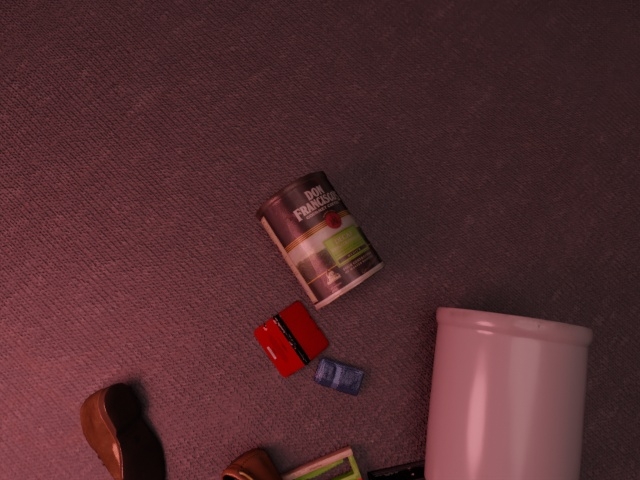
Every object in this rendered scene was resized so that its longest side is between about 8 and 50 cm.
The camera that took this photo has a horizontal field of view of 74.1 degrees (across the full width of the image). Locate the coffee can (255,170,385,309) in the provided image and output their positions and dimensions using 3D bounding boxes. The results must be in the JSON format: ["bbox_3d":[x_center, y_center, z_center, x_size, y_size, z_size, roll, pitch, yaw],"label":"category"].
[{"bbox_3d":[0.000,0.000,1.036,0.202,0.201,0.275,-32,85,-10],"label":"coffee can"}]

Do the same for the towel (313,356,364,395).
[{"bbox_3d":[0.047,0.342,1.064,0.120,0.029,0.067,20,79,-2],"label":"towel"}]

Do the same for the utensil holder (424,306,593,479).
[{"bbox_3d":[0.406,0.364,0.951,0.328,0.327,0.384,10,82,-4],"label":"utensil holder"}]

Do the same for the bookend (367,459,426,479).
[{"bbox_3d":[0.203,0.579,0.970,0.157,0.157,0.072,-8,81,-6],"label":"bookend"}]

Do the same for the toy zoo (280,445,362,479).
[{"bbox_3d":[0.037,0.666,0.996,0.193,0.030,0.292,-21,82,-5],"label":"toy zoo"}]

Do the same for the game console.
[{"bbox_3d":[-0.074,0.249,1.078,0.124,0.085,0.144,-38,84,21],"label":"game console"}]

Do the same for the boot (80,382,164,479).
[{"bbox_3d":[-0.454,0.485,0.972,0.115,0.112,0.304,-23,86,21],"label":"boot"}]

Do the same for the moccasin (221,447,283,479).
[{"bbox_3d":[-0.079,0.637,0.904,0.139,0.147,0.379,-38,77,18],"label":"moccasin"}]
